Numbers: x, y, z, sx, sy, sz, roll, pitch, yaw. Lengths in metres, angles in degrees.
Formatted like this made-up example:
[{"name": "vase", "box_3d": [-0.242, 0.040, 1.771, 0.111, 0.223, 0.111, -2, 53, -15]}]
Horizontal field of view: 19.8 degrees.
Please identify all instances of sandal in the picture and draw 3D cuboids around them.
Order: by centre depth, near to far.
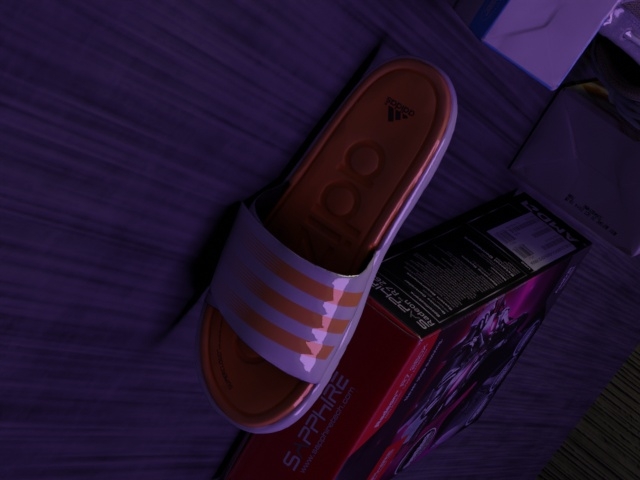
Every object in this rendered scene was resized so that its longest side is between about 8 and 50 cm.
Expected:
[{"name": "sandal", "box_3d": [-0.008, -0.006, 1.156, 0.265, 0.102, 0.076, -62, 161, 3]}]

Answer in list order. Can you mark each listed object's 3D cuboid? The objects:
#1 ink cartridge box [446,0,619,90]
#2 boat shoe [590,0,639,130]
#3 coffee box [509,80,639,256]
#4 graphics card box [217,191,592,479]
[{"name": "ink cartridge box", "box_3d": [0.134, -0.172, 1.152, 0.104, 0.060, 0.180, -56, -164, 12]}, {"name": "boat shoe", "box_3d": [0.252, -0.161, 1.478, 0.103, 0.118, 0.320, -45, 159, -2]}, {"name": "coffee box", "box_3d": [0.297, -0.077, 1.707, 0.098, 0.141, 0.246, -59, 163, 22]}, {"name": "graphics card box", "box_3d": [0.083, 0.102, 1.600, 0.371, 0.094, 0.232, -23, 147, -59]}]
